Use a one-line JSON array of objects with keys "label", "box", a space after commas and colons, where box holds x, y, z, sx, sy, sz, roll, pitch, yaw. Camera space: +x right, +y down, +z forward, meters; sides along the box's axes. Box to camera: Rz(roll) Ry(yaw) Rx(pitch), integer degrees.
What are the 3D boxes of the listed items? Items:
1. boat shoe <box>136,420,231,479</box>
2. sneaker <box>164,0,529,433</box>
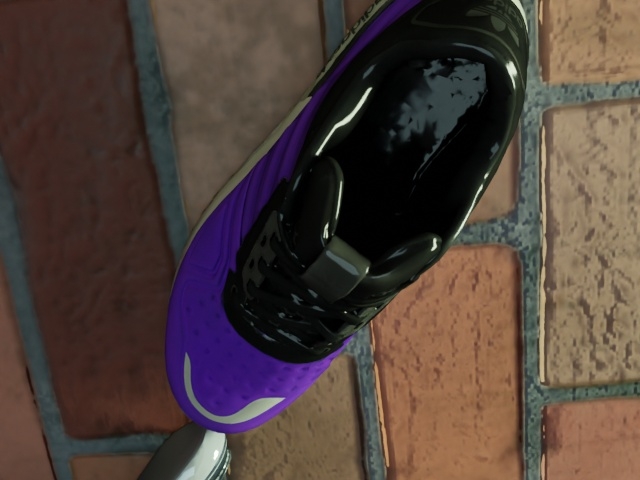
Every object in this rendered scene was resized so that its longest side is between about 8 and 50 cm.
[{"label": "boat shoe", "box": [-0.088, 0.190, 0.598, 0.083, 0.065, 0.183, 32, 117, -13]}, {"label": "sneaker", "box": [-0.001, -0.001, 0.464, 0.102, 0.146, 0.293, 29, 111, -11]}]
